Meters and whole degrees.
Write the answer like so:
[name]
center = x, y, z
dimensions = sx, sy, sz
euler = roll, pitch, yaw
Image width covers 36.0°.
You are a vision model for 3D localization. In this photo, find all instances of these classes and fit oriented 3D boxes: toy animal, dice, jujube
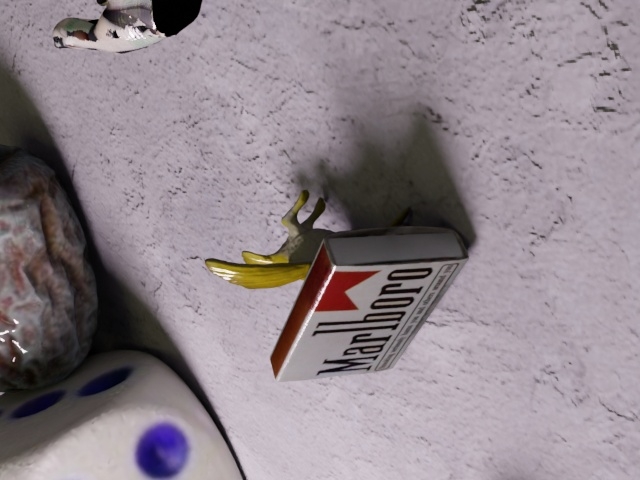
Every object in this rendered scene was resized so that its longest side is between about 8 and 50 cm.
[toy animal]
center = 0.000, 0.000, 0.828
dimensions = 0.155, 0.219, 0.095
euler = -45, 54, 18
[dice]
center = -0.288, 0.335, 1.239
dimensions = 0.277, 0.304, 0.304
euler = -1, 114, 51
[jujube]
center = -0.404, 0.041, 1.247
dimensions = 0.226, 0.226, 0.317
euler = 12, 119, 47

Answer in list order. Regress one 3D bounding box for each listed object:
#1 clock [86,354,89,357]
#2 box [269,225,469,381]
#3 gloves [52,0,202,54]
[clock]
center = -0.395, 0.193, 1.449
dimensions = 0.144, 0.103, 0.231
euler = 48, 146, 2
[box]
center = 0.033, 0.055, 0.802
dimensions = 0.177, 0.115, 0.035
euler = 115, 146, -49
[gloves]
center = -0.206, -0.241, 0.898
dimensions = 0.212, 0.111, 0.127
euler = 26, 158, 35
